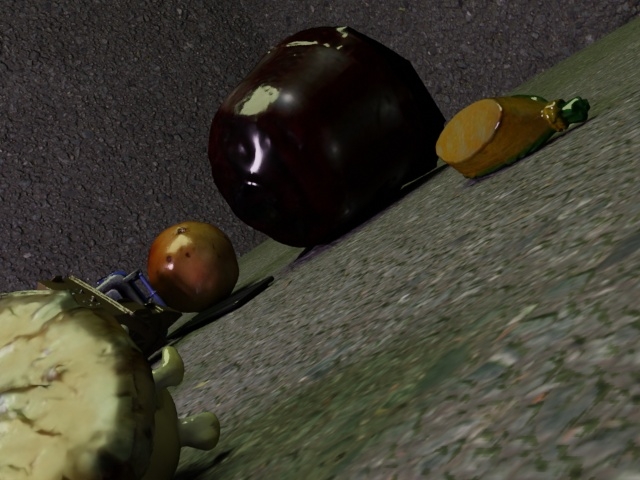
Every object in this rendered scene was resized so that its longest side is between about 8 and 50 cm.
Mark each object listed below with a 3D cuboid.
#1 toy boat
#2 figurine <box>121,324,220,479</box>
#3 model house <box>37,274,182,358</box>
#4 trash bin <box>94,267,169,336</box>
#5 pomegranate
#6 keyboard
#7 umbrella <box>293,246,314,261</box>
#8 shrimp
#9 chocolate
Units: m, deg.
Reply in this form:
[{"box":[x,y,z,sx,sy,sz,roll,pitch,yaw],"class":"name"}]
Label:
[{"box":[0.216,-0.124,1.078,0.088,0.089,0.229,9,-16,-23],"class":"toy boat"},{"box":[-0.246,0.175,0.531,0.394,0.226,0.274,-22,36,4],"class":"figurine"},{"box":[-0.331,0.158,1.516,0.181,0.176,0.248,24,19,39],"class":"model house"},{"box":[-0.377,0.158,1.731,0.184,0.162,0.234,-37,-3,-8],"class":"trash bin"},{"box":[-0.250,0.054,1.799,0.191,0.191,0.191,-33,4,2],"class":"pomegranate"},{"box":[-0.153,0.100,1.529,0.103,0.041,0.381,-36,-1,-37],"class":"keyboard"},{"box":[-0.003,-0.002,1.673,0.149,0.022,0.022,-36,-33,-32],"class":"umbrella"},{"box":[-0.237,0.153,0.412,0.365,0.071,0.233,-40,49,-17],"class":"shrimp"},{"box":[-0.016,-0.151,1.603,0.383,0.383,0.331,-29,23,49],"class":"chocolate"}]
